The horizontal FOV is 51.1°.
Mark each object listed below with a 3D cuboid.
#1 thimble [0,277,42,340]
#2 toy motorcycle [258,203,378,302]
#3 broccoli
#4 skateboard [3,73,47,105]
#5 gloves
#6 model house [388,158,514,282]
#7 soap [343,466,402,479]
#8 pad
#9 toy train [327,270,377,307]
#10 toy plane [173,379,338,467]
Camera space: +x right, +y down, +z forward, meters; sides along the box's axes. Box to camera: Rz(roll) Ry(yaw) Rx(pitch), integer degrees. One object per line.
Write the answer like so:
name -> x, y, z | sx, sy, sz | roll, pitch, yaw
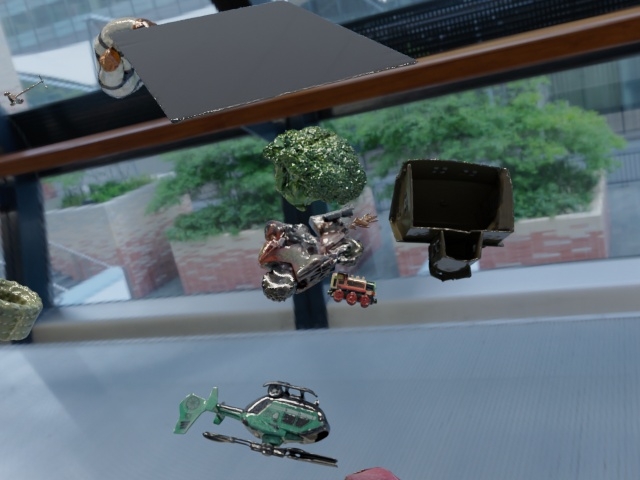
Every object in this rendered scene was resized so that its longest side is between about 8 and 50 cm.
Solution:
thimble -> -0.463, 0.097, 0.961 | 0.110, 0.062, 0.084 | 20, 13, -41
toy motorcycle -> 0.000, 0.000, 1.697 | 0.401, 0.207, 0.134 | -26, -27, -21
broccoli -> -0.010, -0.130, 1.227 | 0.156, 0.195, 0.195 | -45, 11, 11
skateboard -> -0.602, -0.308, 1.388 | 0.083, 0.032, 0.064 | -29, 6, 3
gloves -> -0.317, -0.326, 1.142 | 0.140, 0.131, 0.219 | -10, -15, -27
model house -> 0.243, -0.023, 1.310 | 0.212, 0.204, 0.243 | 4, -14, -3
soap -> 0.145, 0.675, 1.562 | 0.128, 0.220, 0.324 | 5, 32, -28
pad -> -0.073, -0.176, 0.613 | 0.202, 0.005, 0.300 | -18, 33, -18
toy train -> 0.091, 0.135, 1.832 | 0.138, 0.086, 0.050 | 11, -8, 3
toy plane -> -0.129, 0.392, 1.468 | 0.382, 0.106, 0.155 | 11, 55, 11
